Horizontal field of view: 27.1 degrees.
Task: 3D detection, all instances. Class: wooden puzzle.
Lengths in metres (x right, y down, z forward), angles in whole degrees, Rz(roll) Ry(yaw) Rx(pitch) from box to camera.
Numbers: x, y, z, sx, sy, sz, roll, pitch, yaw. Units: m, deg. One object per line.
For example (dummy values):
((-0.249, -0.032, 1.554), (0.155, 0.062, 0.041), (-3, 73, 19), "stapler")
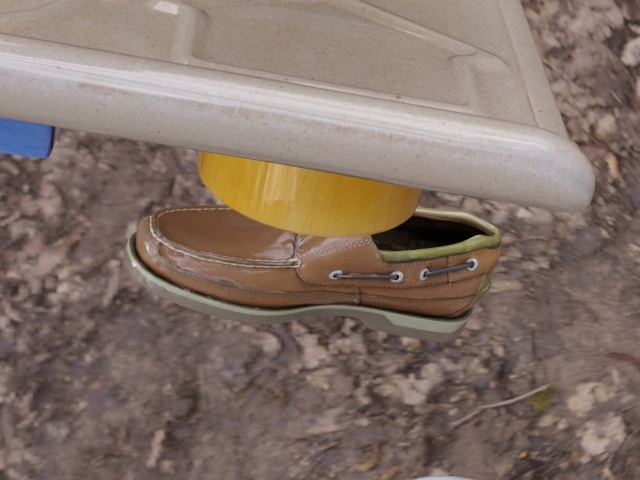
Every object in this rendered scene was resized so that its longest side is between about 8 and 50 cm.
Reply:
((-0.073, -0.097, 0.562), (0.322, 0.348, 0.080), (9, 116, -6), "wooden puzzle")

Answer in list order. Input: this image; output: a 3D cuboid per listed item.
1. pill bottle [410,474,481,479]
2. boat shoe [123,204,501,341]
((0.105, 0.266, 1.016), (0.169, 0.301, 0.169), (-4, 78, 18), "pill bottle")
((0.000, 0.000, 1.054), (0.104, 0.307, 0.110), (-64, 34, 32), "boat shoe")
